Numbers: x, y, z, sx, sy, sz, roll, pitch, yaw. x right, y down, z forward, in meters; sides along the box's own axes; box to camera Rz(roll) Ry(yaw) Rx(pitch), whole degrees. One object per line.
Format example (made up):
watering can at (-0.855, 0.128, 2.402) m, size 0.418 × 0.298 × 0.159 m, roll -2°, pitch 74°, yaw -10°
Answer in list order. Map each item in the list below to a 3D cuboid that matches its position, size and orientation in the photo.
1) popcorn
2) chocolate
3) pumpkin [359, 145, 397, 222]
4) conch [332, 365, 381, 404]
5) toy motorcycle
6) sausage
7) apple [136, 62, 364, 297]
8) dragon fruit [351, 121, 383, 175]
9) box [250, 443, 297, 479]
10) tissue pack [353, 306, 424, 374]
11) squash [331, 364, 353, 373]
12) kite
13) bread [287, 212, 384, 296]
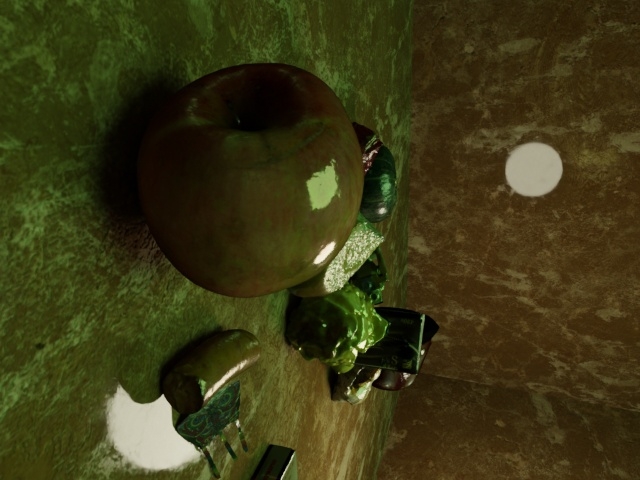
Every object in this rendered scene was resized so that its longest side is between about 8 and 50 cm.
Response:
popcorn at (0.036, 0.257, 1.582) m, size 0.237 × 0.292 × 0.293 m, roll -35°, pitch 129°, yaw -75°
chocolate at (0.312, 0.502, 2.339) m, size 0.383 × 0.383 × 0.332 m, roll -23°, pitch 119°, yaw -70°
pumpkin at (0.181, -0.208, 1.934) m, size 0.300 × 0.207 × 0.301 m, roll -7°, pitch 90°, yaw -81°
conch at (0.140, 0.534, 2.113) m, size 0.291 × 0.159 × 0.210 m, roll -52°, pitch 137°, yaw -5°
toy motorcycle at (0.123, 0.029, 1.767) m, size 0.237 × 0.168 × 0.411 m, roll -5°, pitch 72°, yaw -79°
sausage at (-0.206, 0.244, 1.049) m, size 0.270 × 0.108 × 0.109 m, roll -23°, pitch 117°, yaw -69°
apple at (-0.105, -0.085, 0.850) m, size 0.364 × 0.363 × 0.364 m, roll 6°, pitch 90°, yaw -72°
dragon fruit at (0.020, -0.234, 1.523) m, size 0.151 × 0.205 × 0.317 m, roll -25°, pitch 160°, yaw -28°
box at (-0.133, 0.765, 1.470) m, size 0.198 × 0.084 × 0.311 m, roll -51°, pitch 142°, yaw -60°
tissue pack at (0.165, 0.323, 1.802) m, size 0.198 × 0.369 × 0.210 m, roll 6°, pitch 89°, yaw -77°
squash at (0.093, 0.381, 1.976) m, size 0.132 × 0.132 × 0.247 m, roll 35°, pitch 64°, yaw -70°
kite at (-0.218, 0.418, 1.128) m, size 0.152 × 0.015 × 0.286 m, roll -33°, pitch 137°, yaw -28°
bread at (-0.001, 0.005, 1.344) m, size 0.264 × 0.239 × 0.395 m, roll -50°, pitch 162°, yaw 4°
